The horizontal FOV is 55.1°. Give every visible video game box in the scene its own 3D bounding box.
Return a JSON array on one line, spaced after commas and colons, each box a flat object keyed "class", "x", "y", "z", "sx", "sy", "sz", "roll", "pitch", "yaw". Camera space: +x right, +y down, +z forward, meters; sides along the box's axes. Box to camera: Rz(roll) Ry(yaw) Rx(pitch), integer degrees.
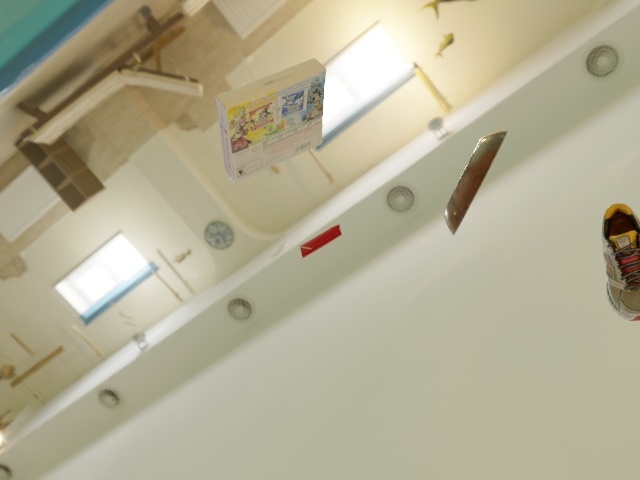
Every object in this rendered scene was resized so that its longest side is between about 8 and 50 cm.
[{"class": "video game box", "x": -0.087, "y": -0.217, "z": 1.126, "sx": 0.205, "sy": 0.048, "sz": 0.187, "roll": -27, "pitch": 152, "yaw": -22}]

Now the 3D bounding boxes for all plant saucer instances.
[{"class": "plant saucer", "x": 0.257, "y": -0.103, "z": 1.046, "sx": 0.198, "sy": 0.036, "sz": 0.198, "roll": -61, "pitch": 170, "yaw": -18}]

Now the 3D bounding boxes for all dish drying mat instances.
[{"class": "dish drying mat", "x": 0.000, "y": 0.000, "z": 1.090, "sx": 0.083, "sy": 0.008, "sz": 0.032, "roll": -31, "pitch": -144, "yaw": 16}]

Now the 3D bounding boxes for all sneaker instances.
[{"class": "sneaker", "x": 0.524, "y": 0.035, "z": 1.055, "sx": 0.088, "sy": 0.093, "sz": 0.225, "roll": -17, "pitch": -130, "yaw": 26}]
